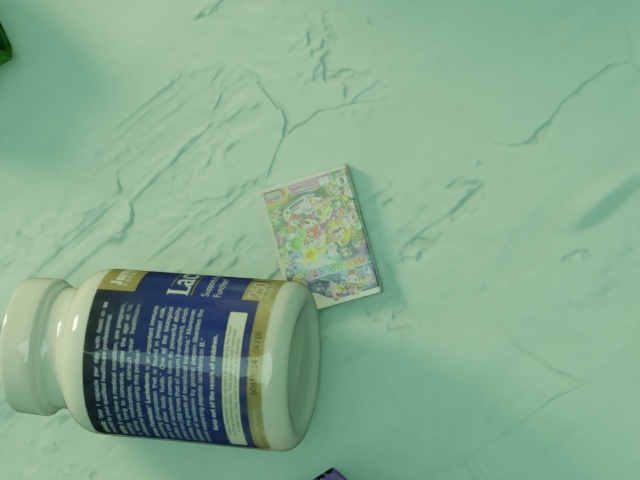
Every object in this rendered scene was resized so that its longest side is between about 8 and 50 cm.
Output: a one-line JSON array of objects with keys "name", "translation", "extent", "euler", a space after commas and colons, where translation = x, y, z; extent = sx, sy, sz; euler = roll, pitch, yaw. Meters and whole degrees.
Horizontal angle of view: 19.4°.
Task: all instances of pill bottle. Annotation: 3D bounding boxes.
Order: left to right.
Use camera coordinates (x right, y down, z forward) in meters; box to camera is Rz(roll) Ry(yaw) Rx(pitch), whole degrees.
[{"name": "pill bottle", "translation": [-0.142, 0.104, 1.677], "extent": [0.264, 0.153, 0.153], "euler": [4, 92, 12]}]

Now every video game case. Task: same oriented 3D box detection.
[{"name": "video game case", "translation": [0.000, 0.000, 1.716], "extent": [0.087, 0.011, 0.122], "euler": [-16, 87, 12]}]

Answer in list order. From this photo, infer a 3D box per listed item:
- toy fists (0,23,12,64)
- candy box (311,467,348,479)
[{"name": "toy fists", "translation": [-0.415, -0.245, 1.765], "extent": [0.142, 0.096, 0.279], "euler": [-31, 85, 13]}, {"name": "candy box", "translation": [0.032, 0.285, 1.618], "extent": [0.165, 0.196, 0.070], "euler": [39, 99, 10]}]
